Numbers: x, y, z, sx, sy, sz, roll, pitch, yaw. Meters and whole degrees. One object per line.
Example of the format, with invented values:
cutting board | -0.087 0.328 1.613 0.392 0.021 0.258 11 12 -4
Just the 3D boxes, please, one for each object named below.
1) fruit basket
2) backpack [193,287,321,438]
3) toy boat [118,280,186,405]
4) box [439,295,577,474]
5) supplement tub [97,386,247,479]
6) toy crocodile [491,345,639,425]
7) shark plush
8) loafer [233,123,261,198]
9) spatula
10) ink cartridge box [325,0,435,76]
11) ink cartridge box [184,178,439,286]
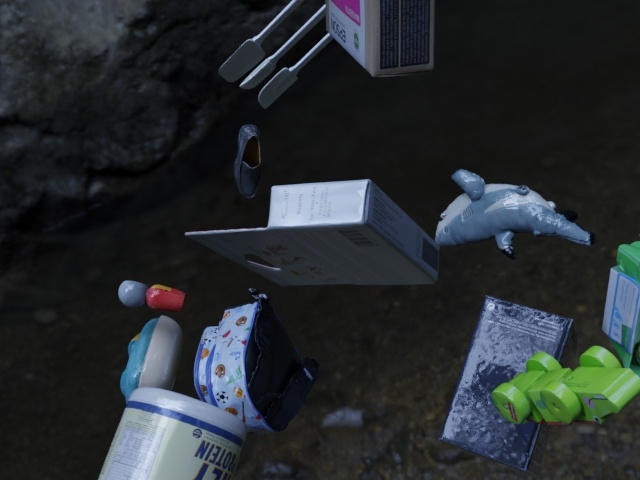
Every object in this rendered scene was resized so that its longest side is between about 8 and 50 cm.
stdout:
fruit basket | 0.607 0.151 1.476 0.165 0.327 0.353 -7 29 -11
backpack | -0.154 0.291 1.972 0.213 0.277 0.263 -24 30 20
toy boat | -0.396 0.228 2.091 0.148 0.318 0.267 10 32 -1
box | 0.379 0.296 1.798 0.182 0.296 0.294 15 78 21
supplement tub | -0.291 0.457 1.669 0.235 0.235 0.325 8 68 25
toy crocodile | 0.373 0.240 1.400 0.115 0.105 0.340 -36 5 -24
shark plush | 0.180 -0.011 0.831 0.161 0.073 0.067 17 80 35
loafer | -0.160 -0.170 2.025 0.062 0.170 0.061 -5 23 -12
spatula | -0.053 -0.345 1.589 0.242 0.168 0.019 -42 55 11
ink cartridge box | 0.072 -0.342 1.192 0.088 0.193 0.235 -9 29 -13
ink cartridge box | 0.000 0.000 1.167 0.238 0.275 0.060 -1 73 25
